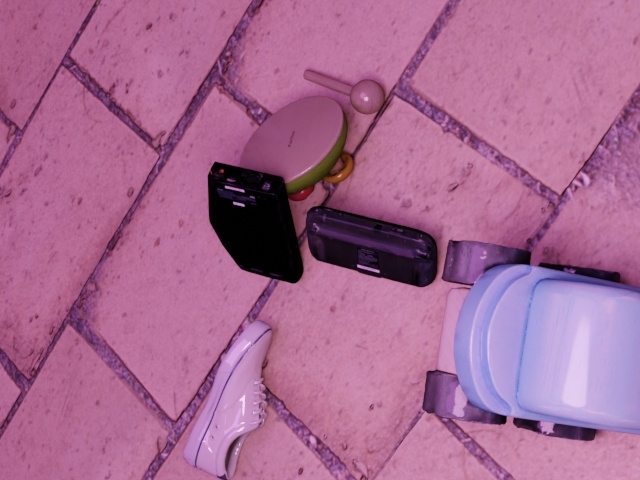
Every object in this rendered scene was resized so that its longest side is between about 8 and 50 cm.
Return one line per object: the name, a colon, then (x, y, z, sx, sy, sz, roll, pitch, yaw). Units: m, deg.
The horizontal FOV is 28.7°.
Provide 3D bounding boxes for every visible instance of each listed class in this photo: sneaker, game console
sneaker: (-0.120, 0.249, 1.929, 0.091, 0.094, 0.258, 28, 103, 17)
game console: (0.000, 0.000, 1.835, 0.361, 0.213, 0.044, 15, 55, 19)

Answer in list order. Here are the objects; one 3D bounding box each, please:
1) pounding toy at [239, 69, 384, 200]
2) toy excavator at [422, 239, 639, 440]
pounding toy: (-0.004, -0.137, 1.908, 0.183, 0.110, 0.237, 15, 62, 47)
toy excavator: (0.395, 0.148, 1.462, 0.445, 0.433, 0.222, 6, 85, 64)
